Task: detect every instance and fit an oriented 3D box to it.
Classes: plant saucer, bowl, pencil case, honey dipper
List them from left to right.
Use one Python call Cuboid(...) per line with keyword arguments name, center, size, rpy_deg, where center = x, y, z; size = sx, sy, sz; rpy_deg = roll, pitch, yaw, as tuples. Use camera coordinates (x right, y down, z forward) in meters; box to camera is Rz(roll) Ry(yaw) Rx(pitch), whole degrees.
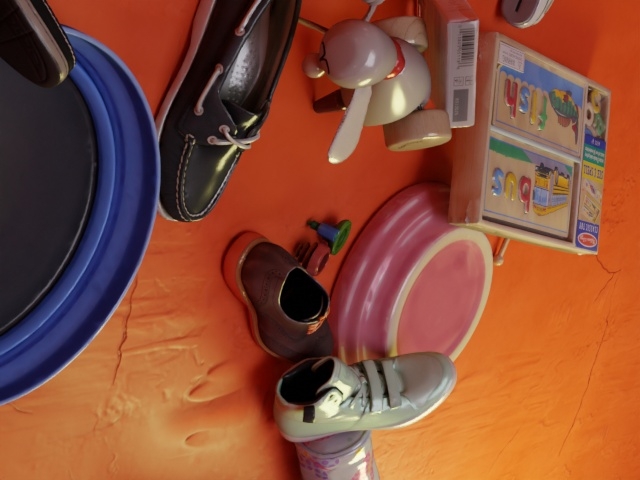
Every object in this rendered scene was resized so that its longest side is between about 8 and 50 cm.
Cuboid(name="bowl", center=(-0.320, -0.024, 1.304), size=(0.391, 0.077, 0.391), rpy_deg=(-30, 132, -40))
Cuboid(name="pencil case", center=(0.034, 0.346, 1.970), size=(0.273, 0.114, 0.124), rpy_deg=(78, 30, -42))
Cuboid(name="plant saucer", center=(0.143, 0.082, 1.975), size=(0.332, 0.084, 0.332), rpy_deg=(-30, 132, -39))
Cuboid(name="honey dipper", center=(0.307, -0.035, 2.171), size=(0.030, 0.030, 0.160), rpy_deg=(7, 109, -54))

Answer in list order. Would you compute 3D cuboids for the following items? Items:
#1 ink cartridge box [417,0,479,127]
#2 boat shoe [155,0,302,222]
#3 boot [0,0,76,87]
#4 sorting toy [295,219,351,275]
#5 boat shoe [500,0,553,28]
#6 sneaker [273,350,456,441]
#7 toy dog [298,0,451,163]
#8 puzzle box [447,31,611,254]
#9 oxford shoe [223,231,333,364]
Cuboid(name="ink cartridge box", center=(0.157, -0.243, 1.721), size=(0.045, 0.179, 0.145), rpy_deg=(-4, 123, -4))
Cuboid(name="boat shoe", center=(-0.103, -0.153, 1.495), size=(0.114, 0.091, 0.302), rpy_deg=(-4, 114, -52))
Cuboid(name="boot", center=(-0.242, -0.269, 1.183), size=(0.178, 0.085, 0.236), rpy_deg=(-42, 105, -35))
Cuboid(name="sorting toy", center=(0.000, 0.000, 1.781), size=(0.102, 0.042, 0.061), rpy_deg=(-50, 160, -41))
Cuboid(name="boat shoe", center=(0.317, -0.406, 1.920), size=(0.076, 0.083, 0.226), rpy_deg=(-14, 133, -62))
Cuboid(name="sneaker", center=(0.061, 0.192, 1.809), size=(0.256, 0.094, 0.151), rpy_deg=(-17, 155, -5))
Cuboid(name="toy dog", center=(0.034, -0.188, 1.568), size=(0.333, 0.161, 0.220), rpy_deg=(46, 33, -60))
Cuboid(name="puzzle box", center=(0.318, -0.131, 2.030), size=(0.409, 0.052, 0.272), rpy_deg=(10, 85, -55))
Cuboid(name="oxford shoe", center=(-0.032, 0.096, 1.737), size=(0.097, 0.098, 0.271), rpy_deg=(-55, 145, -15))
